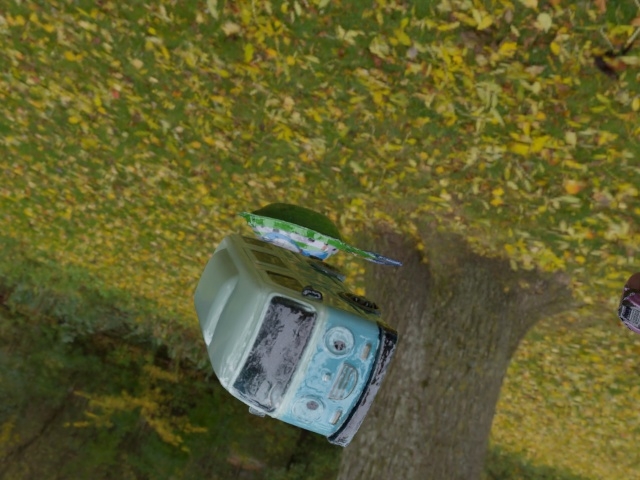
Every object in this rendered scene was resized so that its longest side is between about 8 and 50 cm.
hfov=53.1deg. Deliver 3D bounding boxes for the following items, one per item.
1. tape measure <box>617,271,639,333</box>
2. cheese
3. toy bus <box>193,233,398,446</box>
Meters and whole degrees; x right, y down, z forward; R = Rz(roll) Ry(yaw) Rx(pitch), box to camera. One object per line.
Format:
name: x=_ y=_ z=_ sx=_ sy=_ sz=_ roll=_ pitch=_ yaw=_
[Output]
tape measure: x=0.498 y=0.096 z=0.920 sx=0.125 sy=0.118 sz=0.074 roll=27 pitch=130 yaw=37
cheese: x=0.000 y=0.000 z=1.195 sx=0.320 sy=0.083 sz=0.204 roll=20 pitch=173 yaw=-18
toy bus: x=-0.045 y=0.086 z=0.687 sx=0.164 sy=0.133 sz=0.271 roll=22 pitch=-174 yaw=-20
